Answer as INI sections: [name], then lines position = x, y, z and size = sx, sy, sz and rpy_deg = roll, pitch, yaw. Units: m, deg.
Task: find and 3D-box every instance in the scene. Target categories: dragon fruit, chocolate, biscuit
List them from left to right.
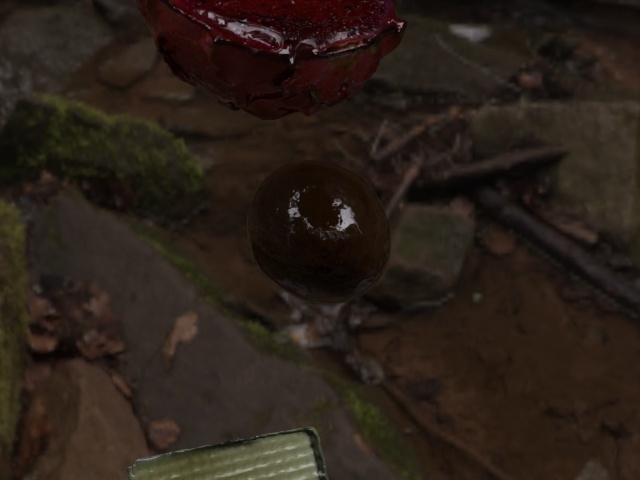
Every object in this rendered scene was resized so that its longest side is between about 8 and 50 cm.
[biscuit]
position = -0.039, 0.219, 0.743
size = 0.121, 0.040, 0.199
rpy_deg = -11, 80, -1
[dragon fruit]
position = -0.037, -0.185, 1.148
size = 0.261, 0.189, 0.163
rpy_deg = -10, 77, -23
[chocolate]
position = 0.000, 0.000, 1.326
size = 0.177, 0.177, 0.177
rpy_deg = -3, 40, 3
